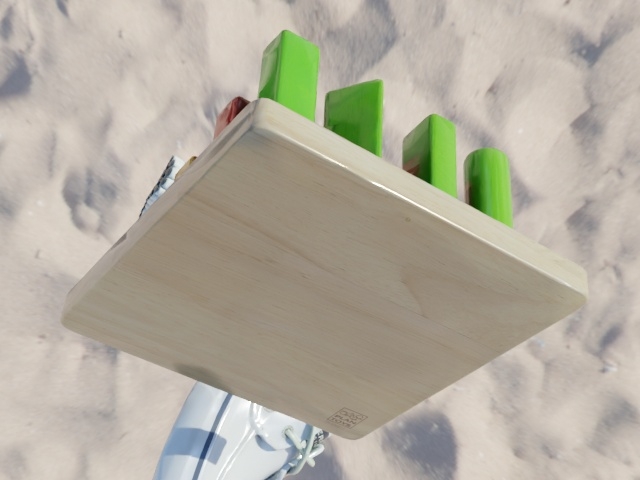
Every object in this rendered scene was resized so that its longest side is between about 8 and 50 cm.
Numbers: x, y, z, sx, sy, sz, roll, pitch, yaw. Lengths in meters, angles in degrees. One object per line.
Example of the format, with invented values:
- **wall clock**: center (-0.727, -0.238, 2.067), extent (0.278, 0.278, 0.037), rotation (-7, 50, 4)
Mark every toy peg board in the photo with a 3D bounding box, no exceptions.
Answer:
- **toy peg board**: center (0.000, 0.000, 0.483), extent (0.161, 0.161, 0.079), rotation (26, 47, -25)

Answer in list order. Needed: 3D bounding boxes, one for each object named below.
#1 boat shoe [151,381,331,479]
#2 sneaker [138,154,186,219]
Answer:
- **boat shoe**: center (-0.025, 0.093, 0.632), extent (0.076, 0.083, 0.226), rotation (20, 56, 11)
- **sneaker**: center (-0.131, -0.031, 1.084), extent (0.073, 0.162, 0.063), rotation (31, 81, -7)
